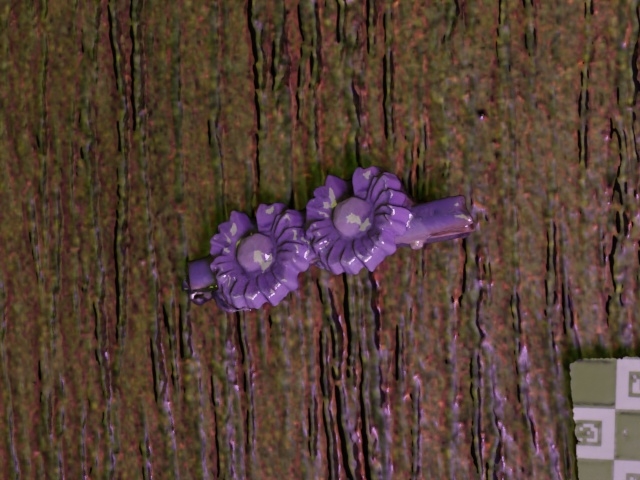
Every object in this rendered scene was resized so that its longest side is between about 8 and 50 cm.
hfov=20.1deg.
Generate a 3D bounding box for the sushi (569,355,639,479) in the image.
[{"bbox_3d":[0.315,0.205,1.532,0.192,0.050,0.215,-4,81,11],"label":"sushi"}]

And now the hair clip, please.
[{"bbox_3d":[0.000,0.000,1.620,0.292,0.084,0.106,-15,65,18],"label":"hair clip"}]
